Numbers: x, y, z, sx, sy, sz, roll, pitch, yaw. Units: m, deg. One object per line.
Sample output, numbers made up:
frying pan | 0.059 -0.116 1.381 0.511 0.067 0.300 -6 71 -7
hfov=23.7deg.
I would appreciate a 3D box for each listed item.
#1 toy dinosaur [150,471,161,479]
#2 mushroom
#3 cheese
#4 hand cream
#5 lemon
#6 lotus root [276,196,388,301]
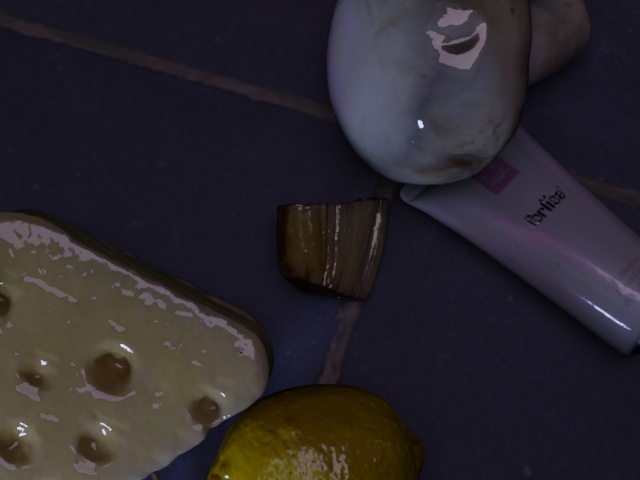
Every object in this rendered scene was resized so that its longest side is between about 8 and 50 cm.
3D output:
toy dinosaur | -0.183 0.372 1.807 0.106 0.044 0.187 -42 82 6
mushroom | 0.140 -0.245 1.824 0.315 0.315 0.356 24 56 4
cheese | -0.281 0.182 1.780 0.384 0.104 0.383 0 92 2
hand cream | 0.288 -0.009 1.867 0.359 0.118 0.185 41 76 15
lemon | -0.007 0.264 1.751 0.260 0.204 0.204 -12 78 -3
lotus root | 0.001 0.003 1.872 0.159 0.095 0.135 11 80 -39
